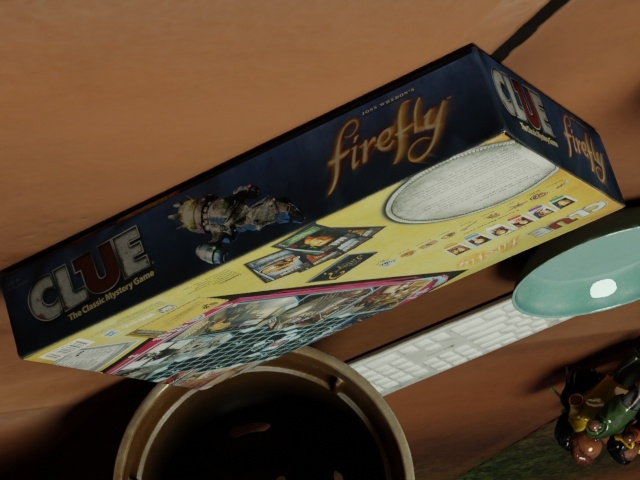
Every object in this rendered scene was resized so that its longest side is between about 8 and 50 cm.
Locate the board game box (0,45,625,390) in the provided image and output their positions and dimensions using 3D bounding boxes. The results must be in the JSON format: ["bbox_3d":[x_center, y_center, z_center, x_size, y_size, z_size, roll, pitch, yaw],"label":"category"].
[{"bbox_3d":[0.000,0.000,0.855,0.243,0.042,0.165,-25,161,20],"label":"board game box"}]

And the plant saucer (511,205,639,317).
[{"bbox_3d":[0.162,0.009,1.052,0.119,0.021,0.119,-13,157,-6],"label":"plant saucer"}]

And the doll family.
[{"bbox_3d":[0.225,0.124,1.369,0.111,0.076,0.193,-44,149,16],"label":"doll family"}]

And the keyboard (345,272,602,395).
[{"bbox_3d":[0.128,0.044,1.147,0.256,0.014,0.072,-24,161,20],"label":"keyboard"}]

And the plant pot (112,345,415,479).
[{"bbox_3d":[-0.032,0.151,1.106,0.167,0.167,0.165,-16,170,-4],"label":"plant pot"}]
